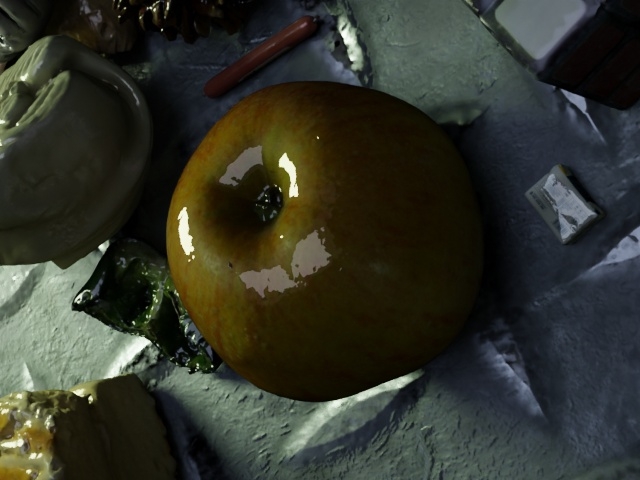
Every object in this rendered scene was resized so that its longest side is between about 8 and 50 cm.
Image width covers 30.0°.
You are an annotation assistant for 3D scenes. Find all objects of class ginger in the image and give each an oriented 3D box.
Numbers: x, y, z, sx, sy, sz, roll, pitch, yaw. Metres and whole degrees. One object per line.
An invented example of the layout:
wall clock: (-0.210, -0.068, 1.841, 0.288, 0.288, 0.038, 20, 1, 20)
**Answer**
ginger: (-0.380, -0.381, 1.836, 0.276, 0.130, 0.221, 54, 124, 28)

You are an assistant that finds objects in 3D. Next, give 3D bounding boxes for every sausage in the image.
sausage: (-0.087, -0.261, 1.704, 0.223, 0.029, 0.029, -29, 74, 28)

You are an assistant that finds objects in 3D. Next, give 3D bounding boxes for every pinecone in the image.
pinecone: (-0.192, -0.365, 1.686, 0.204, 0.179, 0.184, 33, 147, -8)

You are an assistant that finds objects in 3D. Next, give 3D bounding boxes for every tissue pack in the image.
tissue pack: (0.296, -0.044, 1.451, 0.062, 0.042, 0.083, -45, 67, 24)

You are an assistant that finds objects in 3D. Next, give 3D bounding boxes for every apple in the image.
apple: (0.000, 0.000, 1.465, 0.400, 0.333, 0.400, 0, 90, 32)

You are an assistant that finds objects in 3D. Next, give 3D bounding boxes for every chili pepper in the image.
chili pepper: (-0.219, 0.100, 1.741, 0.264, 0.116, 0.148, 27, 91, 29)

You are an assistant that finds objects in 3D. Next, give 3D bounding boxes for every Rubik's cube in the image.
Rubik's cube: (0.300, -0.359, 1.310, 0.304, 0.305, 0.301, -46, 65, 20)

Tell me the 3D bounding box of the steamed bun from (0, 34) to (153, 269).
steamed bun: (-0.384, -0.107, 1.743, 0.367, 0.255, 0.342, -26, 41, 55)

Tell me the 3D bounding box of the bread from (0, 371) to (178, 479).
bread: (-0.400, 0.425, 1.739, 0.390, 0.279, 0.371, -30, 72, 30)

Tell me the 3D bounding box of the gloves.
gloves: (-0.451, -0.346, 1.749, 0.285, 0.119, 0.142, 143, 138, -67)

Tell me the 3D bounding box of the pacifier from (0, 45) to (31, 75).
pacifier: (-0.608, -0.308, 1.927, 0.220, 0.273, 0.332, 35, 108, 49)
